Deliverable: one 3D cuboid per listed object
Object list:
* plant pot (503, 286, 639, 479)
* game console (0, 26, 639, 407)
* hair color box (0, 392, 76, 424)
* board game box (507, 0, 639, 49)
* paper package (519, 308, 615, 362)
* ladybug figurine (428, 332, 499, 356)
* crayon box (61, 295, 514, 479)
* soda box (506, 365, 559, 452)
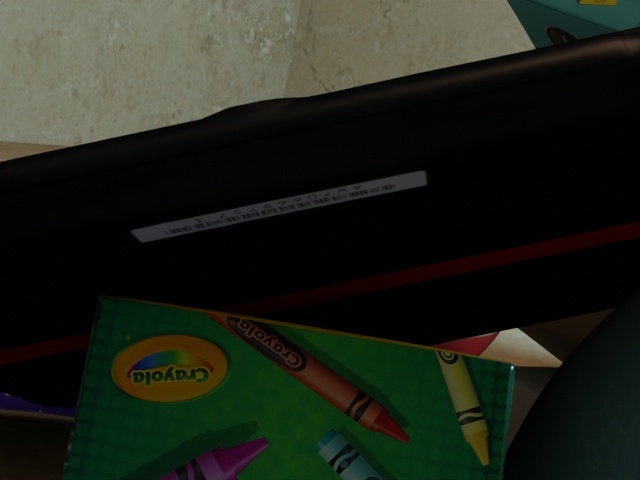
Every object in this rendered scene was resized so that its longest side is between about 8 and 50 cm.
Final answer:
[{"bbox_3d":[0.211,0.112,0.566,0.290,0.195,0.290,0,25,0],"label":"plant pot"},{"bbox_3d":[0.000,0.000,0.575,0.386,0.060,0.342,-12,-17,5],"label":"game console"},{"bbox_3d":[-0.269,0.054,0.810,0.338,0.110,0.185,7,-10,-15],"label":"hair color box"},{"bbox_3d":[0.315,-0.086,0.887,0.336,0.079,0.254,31,-9,39],"label":"board game box"},{"bbox_3d":[0.289,0.050,0.910,0.325,0.168,0.309,38,-7,-6],"label":"paper package"},{"bbox_3d":[-0.004,0.052,1.135,0.449,0.162,0.305,4,11,-39],"label":"ladybug figurine"},{"bbox_3d":[-0.020,0.109,0.605,0.165,0.081,0.278,9,-18,-1],"label":"crayon box"},{"bbox_3d":[0.216,0.168,0.861,0.098,0.091,0.286,6,9,-31],"label":"soda box"}]
